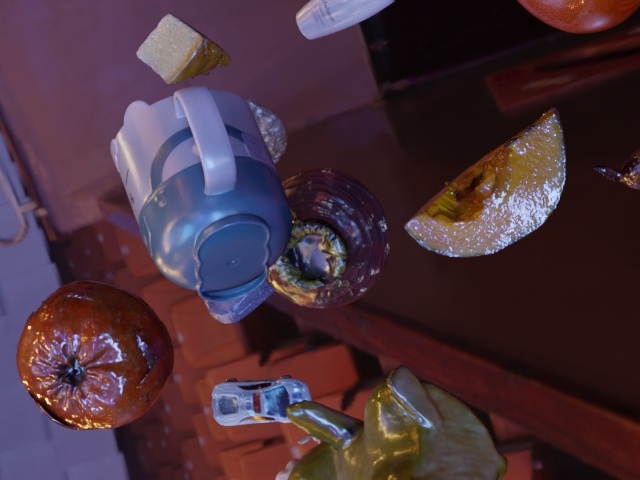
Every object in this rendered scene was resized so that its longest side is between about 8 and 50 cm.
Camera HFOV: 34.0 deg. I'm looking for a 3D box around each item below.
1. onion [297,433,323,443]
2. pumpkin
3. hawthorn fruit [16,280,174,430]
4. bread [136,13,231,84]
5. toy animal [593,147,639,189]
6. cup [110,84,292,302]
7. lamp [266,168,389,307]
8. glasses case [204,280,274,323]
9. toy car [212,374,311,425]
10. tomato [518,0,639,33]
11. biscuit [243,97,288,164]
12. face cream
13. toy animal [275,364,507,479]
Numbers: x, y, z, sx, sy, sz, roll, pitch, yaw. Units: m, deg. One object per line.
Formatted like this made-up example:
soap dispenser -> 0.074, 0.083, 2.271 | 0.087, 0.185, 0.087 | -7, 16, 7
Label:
onion -> 0.043, 0.525, 2.493 | 0.177, 0.177, 0.153 | 40, -143, -74
pumpkin -> 0.296, -0.073, 1.736 | 0.148, 0.312, 0.169 | 55, -174, 0
hawthorn fruit -> -0.384, 0.207, 1.880 | 0.307, 0.276, 0.276 | 11, -119, -79
bread -> -0.186, -0.251, 1.424 | 0.084, 0.080, 0.109 | 39, -175, 17
toy animal -> 0.557, -0.159, 1.637 | 0.260, 0.243, 0.087 | 28, -152, -29
cup -> -0.163, -0.086, 1.487 | 0.290, 0.219, 0.258 | 98, 152, -55
lamp -> 0.000, 0.000, 1.740 | 0.247, 0.247, 0.247 | -19, -90, -81
glasses case -> -0.099, 0.039, 1.925 | 0.067, 0.282, 0.109 | 49, 173, -39
toy car -> -0.120, 0.322, 2.094 | 0.056, 0.204, 0.095 | 7, -102, -74
tomato -> 0.409, -0.451, 1.641 | 0.224, 0.255, 0.256 | 120, 148, -44
biscuit -> -0.128, -0.191, 1.919 | 0.250, 0.133, 0.032 | 70, -169, -57
face cream -> 0.047, -0.361, 1.565 | 0.051, 0.182, 0.072 | -27, -87, -61
toy animal -> 0.033, 0.285, 1.195 | 0.180, 0.363, 0.181 | 17, -126, -37
